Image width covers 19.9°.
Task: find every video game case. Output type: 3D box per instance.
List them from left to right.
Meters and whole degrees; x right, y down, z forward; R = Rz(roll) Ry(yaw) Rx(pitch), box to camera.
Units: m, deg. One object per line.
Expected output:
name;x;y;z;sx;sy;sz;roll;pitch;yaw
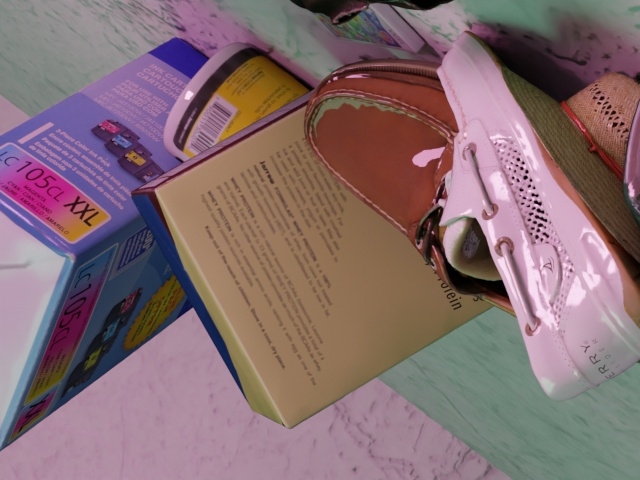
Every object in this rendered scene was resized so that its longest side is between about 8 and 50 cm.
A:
video game case;0.013;-0.165;1.260;0.087;0.011;0.122;43;170;-27

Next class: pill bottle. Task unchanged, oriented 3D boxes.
pill bottle;-0.020;-0.066;1.559;0.208;0.119;0.119;37;171;11

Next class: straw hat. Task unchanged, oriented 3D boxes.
straw hat;0.166;-0.057;1.006;0.144;0.061;0.144;48;-166;-16

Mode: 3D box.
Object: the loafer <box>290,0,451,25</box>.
loafer;0.040;-0.151;0.992;0.078;0.080;0.220;39;171;-5

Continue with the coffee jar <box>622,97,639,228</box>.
coffee jar;0.216;-0.009;0.947;0.079;0.096;0.184;3;154;26

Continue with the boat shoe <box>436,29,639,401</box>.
boat shoe;0.109;-0.020;1.064;0.098;0.096;0.277;41;-162;-38

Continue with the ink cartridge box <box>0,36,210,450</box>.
ink cartridge box;-0.197;-0.014;1.709;0.151;0.395;0.270;36;129;11

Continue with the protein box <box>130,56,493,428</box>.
protein box;0.000;0.000;1.363;0.199;0.201;0.136;61;169;-7

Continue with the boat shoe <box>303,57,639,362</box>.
boat shoe;0.109;-0.024;1.179;0.307;0.104;0.110;26;127;20
